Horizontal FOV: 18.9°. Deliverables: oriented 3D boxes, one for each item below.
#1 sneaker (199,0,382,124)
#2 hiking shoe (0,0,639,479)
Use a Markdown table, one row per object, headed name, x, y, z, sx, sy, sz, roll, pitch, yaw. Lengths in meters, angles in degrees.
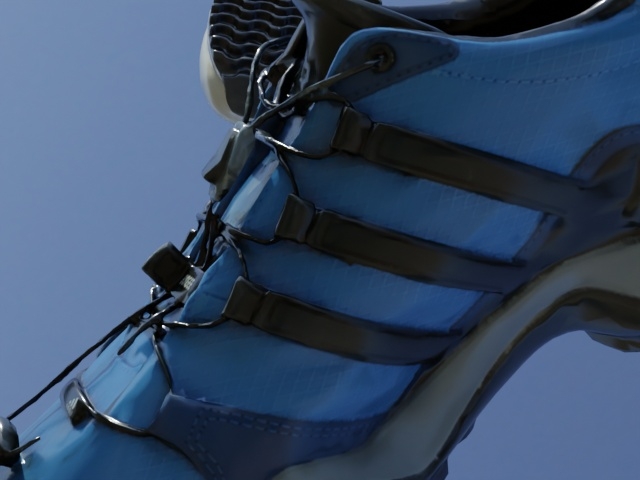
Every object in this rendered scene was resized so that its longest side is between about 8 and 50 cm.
| name | x | y | z | sx | sy | sz | roll | pitch | yaw |
| --- | --- | --- | --- | --- | --- | --- | --- | --- | --- |
| sneaker | -0.010 | -0.061 | 0.679 | 0.057 | 0.161 | 0.075 | 9 | -61 | 1 |
| hiking shoe | 0.000 | 0.000 | 0.513 | 0.132 | 0.304 | 0.113 | 63 | -16 | -19 |
